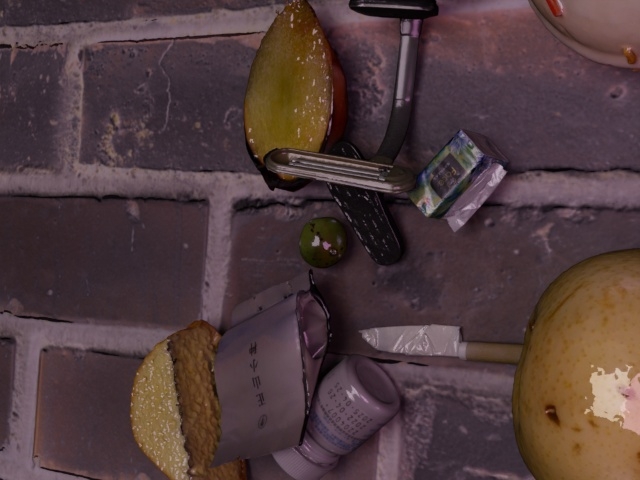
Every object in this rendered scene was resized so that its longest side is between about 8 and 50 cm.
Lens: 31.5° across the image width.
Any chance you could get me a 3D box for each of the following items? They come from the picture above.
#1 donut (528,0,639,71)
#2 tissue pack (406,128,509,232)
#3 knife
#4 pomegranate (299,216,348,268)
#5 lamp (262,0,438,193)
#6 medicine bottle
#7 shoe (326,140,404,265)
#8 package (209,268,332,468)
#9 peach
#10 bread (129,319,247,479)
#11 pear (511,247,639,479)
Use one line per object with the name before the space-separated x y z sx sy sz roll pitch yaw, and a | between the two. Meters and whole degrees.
donut | 0.382 -0.379 1.279 0.382 0.142 0.383 -7 79 35
tissue pack | 0.180 -0.073 1.443 0.111 0.085 0.079 -48 64 21
knife | 0.173 0.133 1.475 0.297 0.017 0.047 0 85 38
pomegranate | 0.001 0.004 1.575 0.084 0.073 0.073 157 110 -69
lamp | 0.042 -0.198 1.486 0.203 0.124 0.283 7 83 7
medicine bottle | 0.018 0.238 1.520 0.168 0.105 0.105 -43 65 24
shoe | 0.066 -0.053 1.546 0.071 0.049 0.179 -27 91 36
package | -0.070 0.181 1.566 0.204 0.062 0.251 -26 50 46
peach | -0.029 -0.206 1.606 0.189 0.068 0.279 10 93 41
bread | -0.200 0.255 1.655 0.134 0.129 0.260 -23 73 38
pear | 0.350 0.157 1.193 0.309 0.309 0.309 -3 85 34
